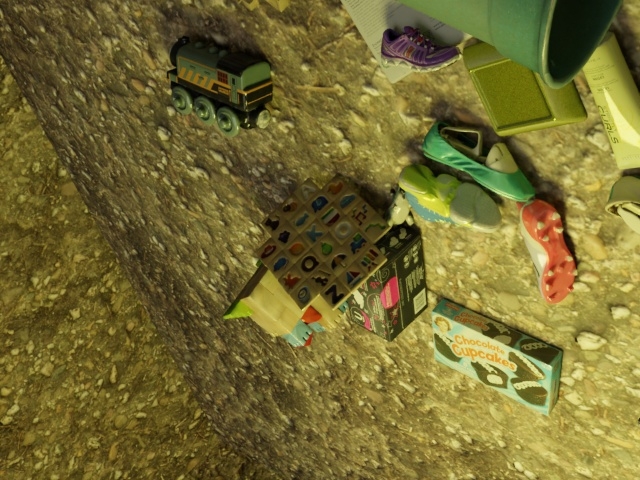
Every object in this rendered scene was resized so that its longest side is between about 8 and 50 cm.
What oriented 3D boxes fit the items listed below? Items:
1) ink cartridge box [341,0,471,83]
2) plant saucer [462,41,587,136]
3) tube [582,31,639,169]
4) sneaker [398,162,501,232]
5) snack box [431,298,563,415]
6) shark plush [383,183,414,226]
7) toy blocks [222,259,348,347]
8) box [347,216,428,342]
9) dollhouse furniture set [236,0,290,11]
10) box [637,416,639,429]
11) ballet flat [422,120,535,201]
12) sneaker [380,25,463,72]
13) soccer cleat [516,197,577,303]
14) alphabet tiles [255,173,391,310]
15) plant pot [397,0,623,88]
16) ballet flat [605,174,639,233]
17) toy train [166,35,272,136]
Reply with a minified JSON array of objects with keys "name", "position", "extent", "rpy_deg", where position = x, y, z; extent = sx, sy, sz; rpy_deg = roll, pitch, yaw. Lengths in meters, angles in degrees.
[{"name":"ink cartridge box","position":[0.153,-0.481,1.280],"extent":[0.324,0.071,0.330],"rpy_deg":[-19,106,56]},{"name":"plant saucer","position":[0.347,-0.268,1.295],"extent":[0.188,0.045,0.188],"rpy_deg":[-4,121,52]},{"name":"tube","position":[0.483,-0.216,1.178],"extent":[0.240,0.062,0.070],"rpy_deg":[57,-172,-23]},{"name":"sneaker","position":[0.277,-0.077,1.573],"extent":[0.240,0.091,0.126],"rpy_deg":[35,165,20]},{"name":"snack box","position":[0.422,0.281,1.786],"extent":[0.322,0.060,0.187],"rpy_deg":[24,141,35]},{"name":"shark plush","position":[0.171,-0.090,1.701],"extent":[0.161,0.073,0.067],"rpy_deg":[82,166,-48]},{"name":"toy blocks","position":[-0.038,0.131,1.929],"extent":[0.261,0.381,0.191],"rpy_deg":[44,149,-15]},{"name":"box","position":[0.158,0.094,1.809],"extent":[0.142,0.163,0.247],"rpy_deg":[26,142,37]},{"name":"dollhouse furniture set","position":[-0.111,-0.544,1.544],"extent":[0.182,0.101,0.161],"rpy_deg":[40,172,13]},{"name":"box","position":[0.742,0.267,1.141],"extent":[0.343,0.312,0.179],"rpy_deg":[-2,124,52]},{"name":"ballet flat","position":[0.310,-0.163,1.426],"extent":[0.247,0.083,0.087],"rpy_deg":[31,130,23]},{"name":"sneaker","position":[0.169,-0.337,1.283],"extent":[0.170,0.068,0.071],"rpy_deg":[21,131,39]},{"name":"soccer cleat","position":[0.450,0.019,1.470],"extent":[0.248,0.083,0.095],"rpy_deg":[66,174,-34]},{"name":"alphabet tiles","position":[0.000,0.000,1.759],"extent":[0.342,0.285,0.011],"rpy_deg":[48,-176,38]},{"name":"plant pot","position":[0.226,-0.420,0.974],"extent":[0.334,0.341,0.341],"rpy_deg":[28,143,24]},{"name":"ballet flat","position":[0.594,-0.016,1.233],"extent":[0.248,0.086,0.086],"rpy_deg":[35,146,20]},{"name":"toy train","position":[-0.253,-0.389,1.825],"extent":[0.334,0.142,0.190],"rpy_deg":[28,131,32]}]
